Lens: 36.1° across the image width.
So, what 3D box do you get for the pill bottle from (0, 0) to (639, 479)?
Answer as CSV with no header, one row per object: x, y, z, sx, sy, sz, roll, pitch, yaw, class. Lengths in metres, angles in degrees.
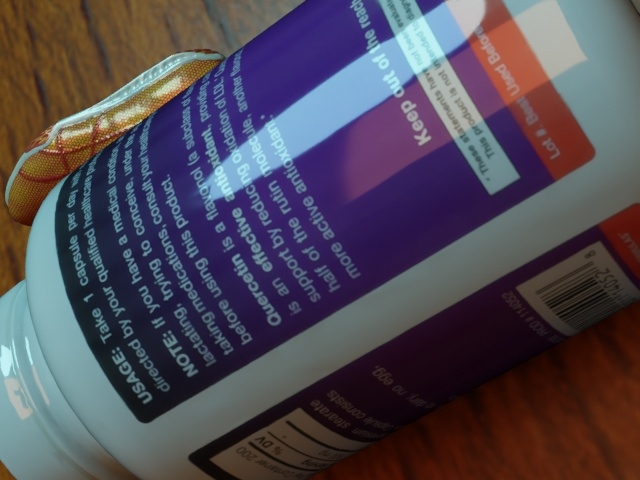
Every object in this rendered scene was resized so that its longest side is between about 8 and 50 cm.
0.000,0.000,0.442,0.323,0.181,0.181,-32,66,19,pill bottle

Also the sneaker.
-0.120,-0.048,0.587,0.175,0.064,0.067,-29,77,23,sneaker
